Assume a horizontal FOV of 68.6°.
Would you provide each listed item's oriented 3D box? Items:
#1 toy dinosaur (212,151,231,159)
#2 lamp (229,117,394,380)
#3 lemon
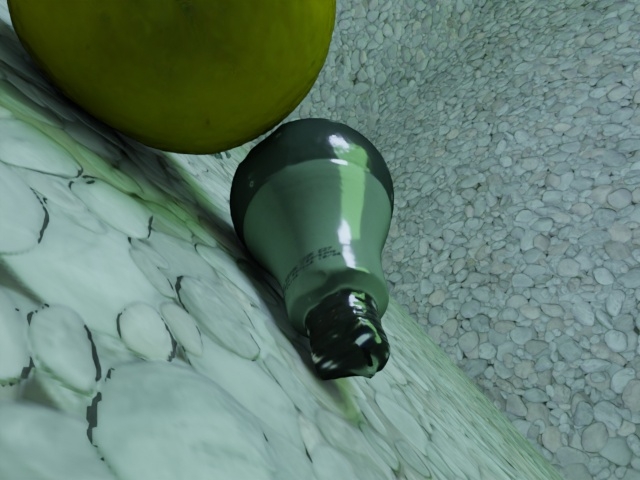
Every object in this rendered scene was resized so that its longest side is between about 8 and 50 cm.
[{"bbox_3d":[-0.258,-0.232,1.043,0.082,0.039,0.209,42,-8,13],"label":"toy dinosaur"},{"bbox_3d":[-0.017,0.002,0.478,0.182,0.182,0.314,42,36,-28],"label":"lamp"},{"bbox_3d":[-0.137,-0.242,0.480,0.336,0.336,0.336,44,3,-3],"label":"lemon"}]
